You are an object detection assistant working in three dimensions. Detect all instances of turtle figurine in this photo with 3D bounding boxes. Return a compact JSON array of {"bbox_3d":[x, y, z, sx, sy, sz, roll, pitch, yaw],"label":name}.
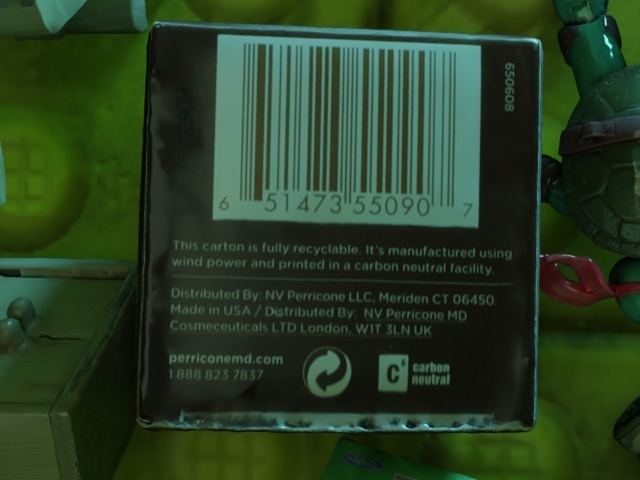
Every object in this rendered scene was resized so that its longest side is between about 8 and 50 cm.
[{"bbox_3d":[0.164,-0.041,0.712,0.175,0.118,0.234,2,79,5],"label":"turtle figurine"}]

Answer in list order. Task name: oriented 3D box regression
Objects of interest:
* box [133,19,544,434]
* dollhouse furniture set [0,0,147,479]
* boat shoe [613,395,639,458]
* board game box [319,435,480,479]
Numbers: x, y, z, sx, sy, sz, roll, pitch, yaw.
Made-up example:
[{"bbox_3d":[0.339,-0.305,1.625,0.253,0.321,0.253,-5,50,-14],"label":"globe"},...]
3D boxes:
[{"bbox_3d":[0.000,0.000,0.671,0.168,0.203,0.167,1,87,-5],"label":"box"},{"bbox_3d":[-0.234,-0.074,0.669,0.256,0.362,0.394,0,116,8],"label":"dollhouse furniture set"},{"bbox_3d":[0.233,0.063,0.718,0.178,0.064,0.060,-41,86,11],"label":"boat shoe"},{"bbox_3d":[0.136,0.236,0.683,0.317,0.046,0.214,16,118,11],"label":"board game box"}]
